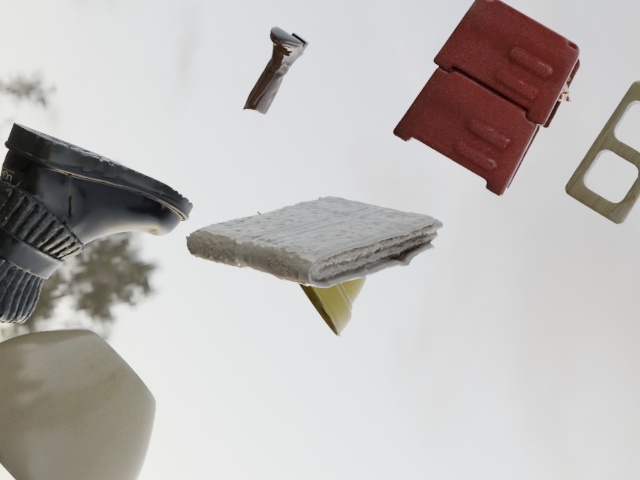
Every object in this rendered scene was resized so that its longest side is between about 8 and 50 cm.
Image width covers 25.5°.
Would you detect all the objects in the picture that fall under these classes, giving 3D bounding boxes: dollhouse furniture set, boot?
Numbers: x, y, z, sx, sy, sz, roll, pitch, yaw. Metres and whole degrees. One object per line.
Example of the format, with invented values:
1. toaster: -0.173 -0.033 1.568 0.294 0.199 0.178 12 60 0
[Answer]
1. dollhouse furniture set: 0.271 -0.073 1.334 0.374 0.152 0.201 32 9 8
2. boot: -0.063 -0.200 1.711 0.037 0.106 0.114 39 -78 15
3. boot: -0.356 0.001 1.989 0.131 0.348 0.260 25 -88 43

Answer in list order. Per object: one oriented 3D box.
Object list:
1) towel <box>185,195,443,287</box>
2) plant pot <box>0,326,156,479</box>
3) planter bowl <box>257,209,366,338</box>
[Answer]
1. towel: 0.000 0.000 1.638 0.187 0.282 0.049 11 -74 36
2. plant pot: -0.315 0.218 1.747 0.284 0.191 0.284 43 -16 15
3. planter bowl: 0.005 0.026 2.014 0.217 0.090 0.217 57 -5 8
